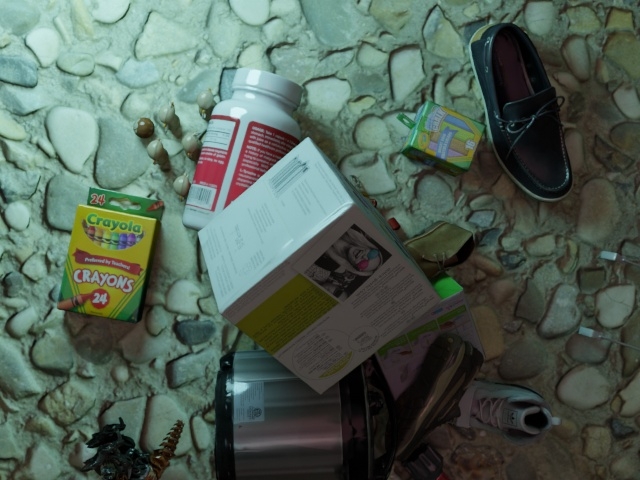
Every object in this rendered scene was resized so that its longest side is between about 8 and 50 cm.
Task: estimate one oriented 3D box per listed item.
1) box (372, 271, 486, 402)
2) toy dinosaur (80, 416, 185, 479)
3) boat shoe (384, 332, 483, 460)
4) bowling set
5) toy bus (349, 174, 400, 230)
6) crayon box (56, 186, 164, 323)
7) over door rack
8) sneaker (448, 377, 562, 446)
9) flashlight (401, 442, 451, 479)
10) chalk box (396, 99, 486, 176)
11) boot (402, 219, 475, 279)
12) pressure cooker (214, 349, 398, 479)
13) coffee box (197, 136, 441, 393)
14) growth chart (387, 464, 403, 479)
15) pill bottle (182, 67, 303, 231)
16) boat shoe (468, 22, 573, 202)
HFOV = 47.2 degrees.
[{"bbox_3d":[0.252,0.243,1.842,0.262,0.127,0.231,-27,118,-4],"label":"box"},{"bbox_3d":[-0.476,0.567,1.837,0.218,0.164,0.322,47,68,-17],"label":"toy dinosaur"},{"bbox_3d":[0.279,0.396,1.769,0.130,0.132,0.355,24,108,-16],"label":"boat shoe"},{"bbox_3d":[-0.380,-0.251,1.821,0.199,0.154,0.287,12,86,-3],"label":"bowling set"},{"bbox_3d":[0.101,-0.043,1.881,0.191,0.202,0.104,41,117,-10],"label":"toy bus"},{"bbox_3d":[-0.526,0.034,1.847,0.202,0.081,0.319,10,88,-4],"label":"crayon box"},{"bbox_3d":[0.879,0.191,1.941,0.324,0.108,0.240,18,87,-4],"label":"over door rack"},{"bbox_3d":[0.419,0.421,1.850,0.365,0.210,0.137,7,89,-4],"label":"sneaker"},{"bbox_3d":[0.353,0.657,1.901,0.103,0.103,0.304,-41,92,-30],"label":"flashlight"},{"bbox_3d":[0.292,-0.268,1.888,0.213,0.132,0.132,22,88,-3],"label":"chalk box"},{"bbox_3d":[0.272,0.048,1.818,0.305,0.115,0.112,-39,128,-34],"label":"boot"},{"bbox_3d":[-0.028,0.436,1.728,0.420,0.375,0.370,-4,98,-3],"label":"pressure cooker"},{"bbox_3d":[-0.011,0.052,1.580,0.338,0.338,0.334,-40,123,8],"label":"coffee box"},{"bbox_3d":[0.172,0.680,1.888,0.172,0.021,0.237,-40,113,-6],"label":"growth chart"},{"bbox_3d":[-0.179,-0.200,1.803,0.229,0.229,0.408,16,88,-4],"label":"pill bottle"},{"bbox_3d":[0.527,-0.332,1.897,0.186,0.156,0.500,-21,92,-6],"label":"boat shoe"}]
